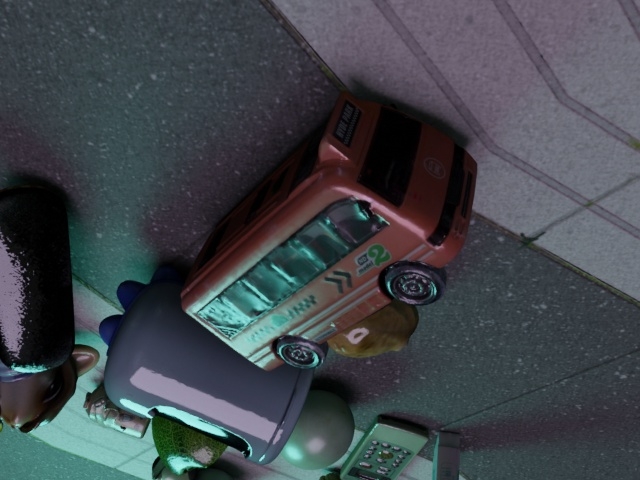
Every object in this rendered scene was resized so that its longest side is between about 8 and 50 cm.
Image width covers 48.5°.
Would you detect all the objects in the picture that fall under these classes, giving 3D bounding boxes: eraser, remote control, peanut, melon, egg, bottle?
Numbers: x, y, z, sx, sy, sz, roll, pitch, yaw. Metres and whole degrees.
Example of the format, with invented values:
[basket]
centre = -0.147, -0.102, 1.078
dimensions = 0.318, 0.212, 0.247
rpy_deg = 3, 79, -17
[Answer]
[eraser]
centre = 0.251, 0.511, 1.439
dimensions = 0.052, 0.225, 0.096
rpy_deg = 6, 137, 7
[remote control]
centre = 0.136, 0.473, 1.563
dimensions = 0.123, 0.038, 0.285
rpy_deg = 18, 137, -6
[peanut]
centre = 0.075, 0.131, 1.148
dimensions = 0.159, 0.109, 0.140
rpy_deg = 7, 138, -38
[melon]
centre = -0.277, 0.372, 1.449
dimensions = 0.265, 0.169, 0.129
rpy_deg = -29, 123, 33
[egg]
centre = -0.013, 0.376, 1.408
dimensions = 0.149, 0.149, 0.192
rpy_deg = 24, 139, -13
[bottle]
centre = -0.440, 0.364, 1.534
dimensions = 0.152, 0.099, 0.099
rpy_deg = 21, 137, -5

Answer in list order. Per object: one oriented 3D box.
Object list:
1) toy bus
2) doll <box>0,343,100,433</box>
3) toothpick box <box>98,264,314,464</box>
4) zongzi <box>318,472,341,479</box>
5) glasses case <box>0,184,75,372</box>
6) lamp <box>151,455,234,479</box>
[toy bus]
centre = 0.000, 0.000, 0.970
dimensions = 0.233, 0.203, 0.427
rpy_deg = 35, 135, -17
[doll]
centre = -0.582, 0.206, 1.307
dimensions = 0.317, 0.209, 0.340
rpy_deg = -10, 131, 12
[toothpick box]
centre = -0.201, 0.197, 1.207
dimensions = 0.354, 0.263, 0.263
rpy_deg = 23, 136, -7
[zongzi]
centre = 0.098, 0.590, 1.675
dimensions = 0.176, 0.078, 0.160
rpy_deg = -28, 125, 23
[glasses case]
centre = -0.465, 0.067, 1.145
dimensions = 0.122, 0.082, 0.321
rpy_deg = -5, 114, -22
[lamp]
centre = -0.303, 0.620, 1.728
dimensions = 0.197, 0.198, 0.244
rpy_deg = -27, 102, 34
